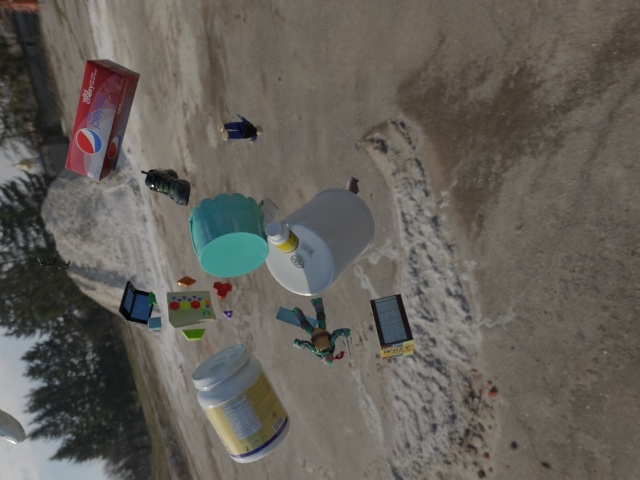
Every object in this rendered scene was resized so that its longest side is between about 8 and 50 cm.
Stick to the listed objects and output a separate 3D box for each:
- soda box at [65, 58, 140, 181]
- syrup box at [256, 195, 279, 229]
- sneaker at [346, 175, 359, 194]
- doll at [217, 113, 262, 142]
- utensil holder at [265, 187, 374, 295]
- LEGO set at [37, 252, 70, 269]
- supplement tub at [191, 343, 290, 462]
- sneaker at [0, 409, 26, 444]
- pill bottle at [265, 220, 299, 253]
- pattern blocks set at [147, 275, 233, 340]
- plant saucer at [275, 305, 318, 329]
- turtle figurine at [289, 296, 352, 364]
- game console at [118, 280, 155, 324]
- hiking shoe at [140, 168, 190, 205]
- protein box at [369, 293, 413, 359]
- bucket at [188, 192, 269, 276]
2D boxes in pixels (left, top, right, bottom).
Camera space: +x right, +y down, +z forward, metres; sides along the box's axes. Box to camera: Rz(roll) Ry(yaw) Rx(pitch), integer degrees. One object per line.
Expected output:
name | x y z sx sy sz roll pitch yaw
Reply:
soda box | -0.511 -0.279 0.960 0.092 0.083 0.264 -88 23 -65
syrup box | -0.261 -0.091 1.755 0.093 0.237 0.096 -38 109 26
sneaker | 0.153 -0.231 1.930 0.061 0.064 0.158 126 158 -68
doll | -0.295 -0.424 1.561 0.046 0.188 0.129 -34 77 43
utensil holder | 0.000 0.000 1.652 0.327 0.385 0.328 13 119 24
LEGO set | -0.764 0.066 1.175 0.083 0.054 0.023 31 140 -5
supplement tub | -0.275 0.557 1.423 0.241 0.241 0.332 -10 109 61
sneaker | -0.970 0.544 1.202 0.080 0.094 0.212 -17 114 20
pill bottle | -0.110 -0.010 1.171 0.065 0.065 0.116 55 -176 29
pattern blocks set | -0.507 0.264 1.613 0.026 0.324 0.286 118 150 -42
plant saucer | -0.108 0.362 1.890 0.018 0.191 0.067 -107 39 -79
turtle figurine | -0.004 0.301 1.278 0.118 0.175 0.234 93 156 -48
game console | -0.739 0.251 1.658 0.124 0.085 0.144 94 175 -54
hiking shoe | -0.491 -0.168 1.296 0.226 0.114 0.086 34 116 44
protein box | 0.299 0.365 1.719 0.200 0.135 0.201 70 -172 -58
bucket | -0.319 -0.012 1.455 0.281 0.280 0.183 107 150 -46
